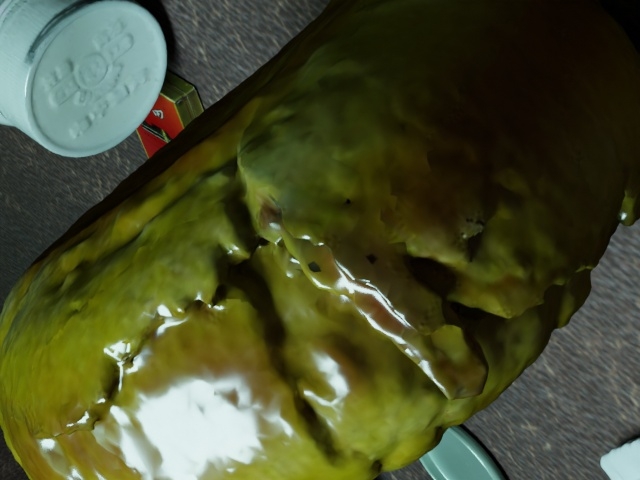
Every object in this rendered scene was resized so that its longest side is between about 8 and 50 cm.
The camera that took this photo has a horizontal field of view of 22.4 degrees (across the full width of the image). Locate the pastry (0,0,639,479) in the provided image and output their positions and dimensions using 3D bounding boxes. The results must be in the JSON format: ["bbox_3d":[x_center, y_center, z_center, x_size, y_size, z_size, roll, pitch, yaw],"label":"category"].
[{"bbox_3d":[0.000,0.000,0.748,0.164,0.356,0.356,49,161,-12],"label":"pastry"}]

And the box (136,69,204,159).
[{"bbox_3d":[-0.113,-0.081,1.261,0.090,0.023,0.133,32,153,37],"label":"box"}]

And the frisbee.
[{"bbox_3d":[0.108,0.173,1.238,0.110,0.014,0.110,43,157,23],"label":"frisbee"}]

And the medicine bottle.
[{"bbox_3d":[-0.236,-0.169,1.199,0.258,0.143,0.143,33,153,38],"label":"medicine bottle"}]

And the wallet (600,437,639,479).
[{"bbox_3d":[0.244,0.187,0.951,0.183,0.032,0.124,51,157,5],"label":"wallet"}]
